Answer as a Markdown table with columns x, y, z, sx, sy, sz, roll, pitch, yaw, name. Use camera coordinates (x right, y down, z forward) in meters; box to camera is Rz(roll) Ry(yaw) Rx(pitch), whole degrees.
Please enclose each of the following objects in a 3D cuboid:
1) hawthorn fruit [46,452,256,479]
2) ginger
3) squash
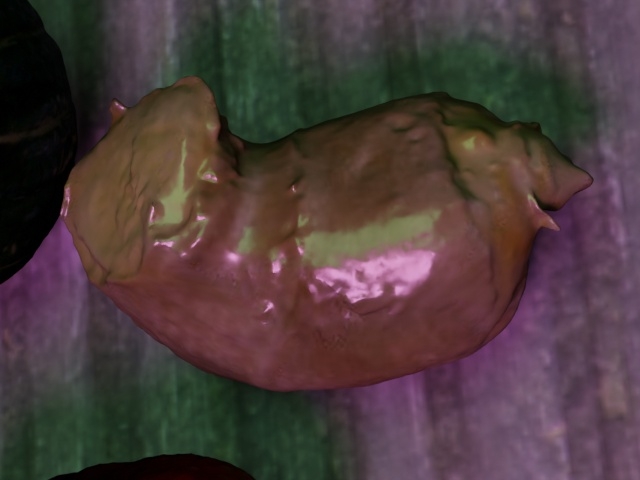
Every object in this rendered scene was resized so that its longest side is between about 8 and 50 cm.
| x | y | z | sx | sy | sz | roll | pitch | yaw | name |
| --- | --- | --- | --- | --- | --- | --- | --- | --- | --- |
| -0.102 | 0.237 | 0.862 | 0.230 | 0.210 | 0.266 | -17 | 80 | 12 | hawthorn fruit |
| 0.000 | 0.000 | 0.934 | 0.267 | 0.152 | 0.138 | -1 | 45 | 2 | ginger |
| -0.234 | -0.065 | 1.015 | 0.218 | 0.218 | 0.172 | 30 | 50 | 26 | squash |
